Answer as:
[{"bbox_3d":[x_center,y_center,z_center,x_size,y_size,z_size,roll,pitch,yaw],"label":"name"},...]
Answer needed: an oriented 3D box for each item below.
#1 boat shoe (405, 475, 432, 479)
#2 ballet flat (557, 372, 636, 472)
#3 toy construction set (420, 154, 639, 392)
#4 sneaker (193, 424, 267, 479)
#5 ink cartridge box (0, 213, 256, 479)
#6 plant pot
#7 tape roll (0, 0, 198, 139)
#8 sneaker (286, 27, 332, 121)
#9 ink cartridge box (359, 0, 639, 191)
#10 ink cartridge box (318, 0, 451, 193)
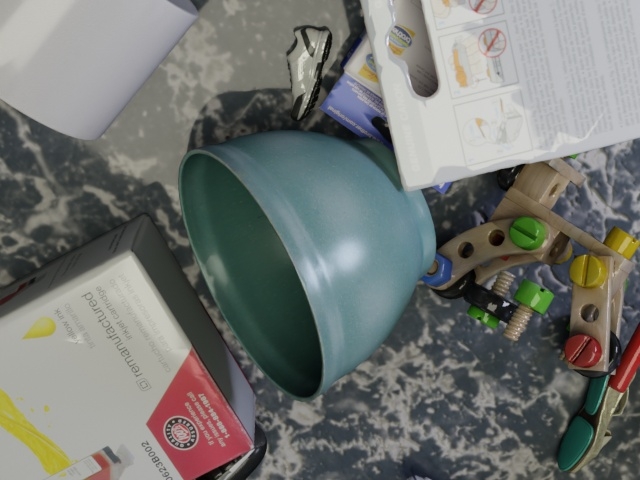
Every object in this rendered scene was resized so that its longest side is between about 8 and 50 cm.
[{"bbox_3d":[0.213,0.367,1.342,0.258,0.095,0.084,39,97,-24],"label":"boat shoe"},{"bbox_3d":[0.358,0.230,1.320,0.052,0.057,0.168,14,107,-18],"label":"ballet flat"},{"bbox_3d":[0.296,0.017,1.182,0.309,0.257,0.237,28,92,-32],"label":"toy construction set"},{"bbox_3d":[-0.154,0.342,1.314,0.283,0.107,0.124,-42,120,13],"label":"sneaker"},{"bbox_3d":[-0.307,0.190,1.210,0.384,0.160,0.279,-28,107,5],"label":"ink cartridge box"},{"bbox_3d":[0.000,0.000,1.129,0.196,0.293,0.293,-27,109,-23],"label":"plant pot"},{"bbox_3d":[-0.268,-0.241,1.034,0.246,0.246,0.169,39,101,-14],"label":"tape roll"},{"bbox_3d":[-0.019,-0.190,1.177,0.043,0.040,0.109,17,103,8],"label":"sneaker"},{"bbox_3d":[0.234,-0.243,1.080,0.385,0.091,0.308,-14,100,-2],"label":"ink cartridge box"},{"bbox_3d":[0.156,-0.229,1.158,0.185,0.065,0.311,33,100,-13],"label":"ink cartridge box"}]
